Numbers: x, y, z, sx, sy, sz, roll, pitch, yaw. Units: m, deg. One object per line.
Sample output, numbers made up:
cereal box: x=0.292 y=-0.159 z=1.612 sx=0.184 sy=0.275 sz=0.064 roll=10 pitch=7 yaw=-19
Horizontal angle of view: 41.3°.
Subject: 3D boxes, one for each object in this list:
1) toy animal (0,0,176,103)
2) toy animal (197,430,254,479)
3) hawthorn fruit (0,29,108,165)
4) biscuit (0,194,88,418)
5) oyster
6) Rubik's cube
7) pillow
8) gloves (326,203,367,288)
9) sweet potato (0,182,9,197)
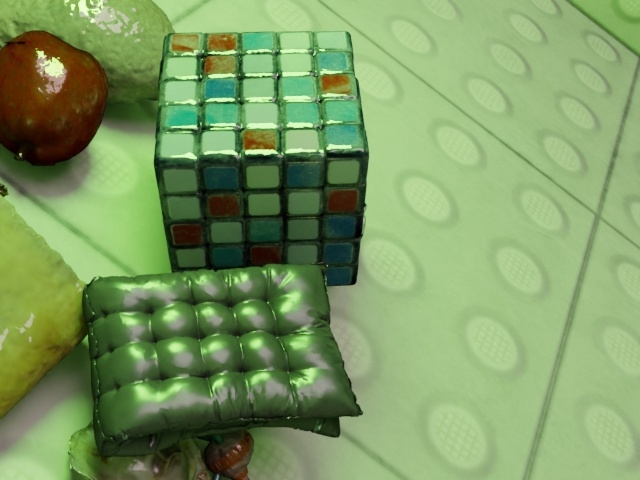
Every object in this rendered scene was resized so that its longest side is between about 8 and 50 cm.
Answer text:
toy animal: x=-0.368 y=-0.351 z=1.425 sx=0.358 sy=0.188 sz=0.226 roll=25 pitch=49 yaw=-16
toy animal: x=-0.108 y=0.306 z=1.108 sx=0.103 sy=0.100 sz=0.208 roll=-36 pitch=86 yaw=-24
hawthorn fruit: x=-0.418 y=-0.200 z=1.271 sx=0.185 sy=0.185 sz=0.202 roll=21 pitch=61 yaw=-19
biscuit: x=-0.510 y=0.052 z=0.940 sx=0.429 sy=0.104 sz=0.446 roll=55 pitch=47 yaw=-14
oyster: x=-0.203 y=0.298 z=1.050 sx=0.233 sy=0.107 sz=0.161 roll=33 pitch=45 yaw=22
Rubik's cube: x=-0.087 y=-0.118 z=1.279 sx=0.287 sy=0.293 sz=0.292 roll=-2 pitch=51 yaw=-4
pillow: x=-0.125 y=0.145 z=1.074 sx=0.326 sy=0.101 sz=0.228 roll=-1 pitch=60 yaw=-23
gloves: x=0.001 y=0.008 z=1.434 sx=0.128 sy=0.111 sz=0.212 roll=24 pitch=39 yaw=28
sweet potato: x=-0.593 y=-0.137 z=1.115 sx=0.370 sy=0.158 sz=0.158 roll=38 pitch=41 yaw=-12
